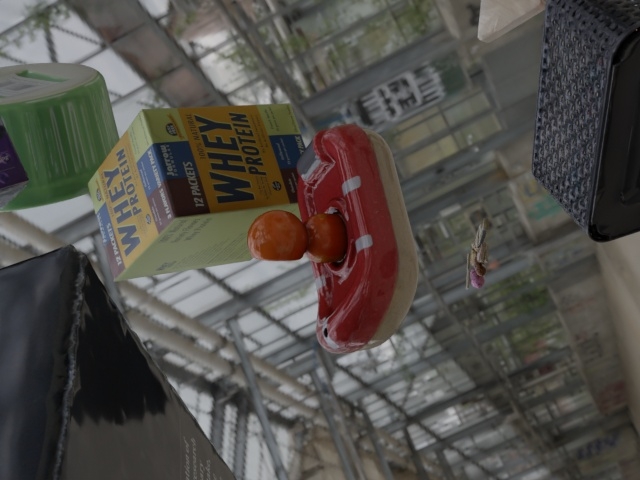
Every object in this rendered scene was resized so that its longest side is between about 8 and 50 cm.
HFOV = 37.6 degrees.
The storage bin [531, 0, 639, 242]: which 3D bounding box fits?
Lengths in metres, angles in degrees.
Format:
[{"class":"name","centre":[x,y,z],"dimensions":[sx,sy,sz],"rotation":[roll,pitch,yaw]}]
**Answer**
[{"class":"storage bin","centre":[0.229,-0.101,0.671],"dimensions":[0.084,0.122,0.180],"rotation":[-121,18,-47]}]

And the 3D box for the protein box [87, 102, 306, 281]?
[{"class":"protein box","centre":[-0.145,-0.059,1.146],"dimensions":[0.201,0.200,0.136],"rotation":[-9,-108,-36]}]

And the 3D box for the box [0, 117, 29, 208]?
[{"class":"box","centre":[-0.425,-0.115,0.973],"dimensions":[0.153,0.108,0.207],"rotation":[-26,-89,-38]}]

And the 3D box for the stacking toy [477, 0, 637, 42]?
[{"class":"stacking toy","centre":[0.266,-0.367,1.024],"dimensions":[0.130,0.280,0.308],"rotation":[1,-96,-57]}]

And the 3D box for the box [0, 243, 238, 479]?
[{"class":"box","centre":[-0.293,0.320,0.701],"dimensions":[0.297,0.480,0.471],"rotation":[-100,-11,-51]}]

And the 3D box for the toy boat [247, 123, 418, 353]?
[{"class":"toy boat","centre":[0.000,0.000,0.940],"dimensions":[0.151,0.151,0.231],"rotation":[132,130,-58]}]

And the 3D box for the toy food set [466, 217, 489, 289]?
[{"class":"toy food set","centre":[0.221,0.025,1.292],"dimensions":[0.122,0.019,0.077],"rotation":[95,-179,-71]}]

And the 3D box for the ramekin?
[{"class":"ramekin","centre":[-0.448,-0.163,1.395],"dimensions":[0.303,0.304,0.148],"rotation":[-94,-1,-67]}]
